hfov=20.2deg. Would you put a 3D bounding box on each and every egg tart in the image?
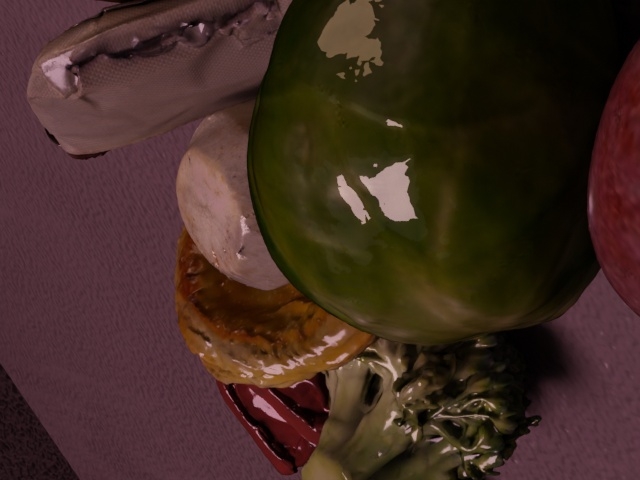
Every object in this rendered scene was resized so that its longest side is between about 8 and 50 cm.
[{"bbox_3d":[0.000,0.000,1.669,0.319,0.319,0.128,24,179,45],"label":"egg tart"}]

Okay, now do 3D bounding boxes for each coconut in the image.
[{"bbox_3d":[-0.027,-0.043,1.512,0.161,0.162,0.161,37,137,44],"label":"coconut"}]

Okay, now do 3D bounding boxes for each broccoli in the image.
[{"bbox_3d":[0.066,0.156,1.761,0.248,0.245,0.288,46,154,7],"label":"broccoli"}]

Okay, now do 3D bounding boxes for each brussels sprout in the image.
[{"bbox_3d":[0.098,-0.065,1.336,0.281,0.289,0.354,-2,165,29],"label":"brussels sprout"}]

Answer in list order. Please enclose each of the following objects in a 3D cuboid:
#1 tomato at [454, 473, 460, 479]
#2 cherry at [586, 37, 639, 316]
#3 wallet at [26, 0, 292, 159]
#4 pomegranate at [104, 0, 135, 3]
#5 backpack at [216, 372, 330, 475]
[{"bbox_3d":[0.085,0.297,2.070,0.225,0.085,0.225,6,161,2],"label":"tomato"},{"bbox_3d":[0.289,-0.030,1.144,0.236,0.213,0.285,-1,120,7],"label":"cherry"},{"bbox_3d":[-0.095,-0.150,1.488,0.275,0.335,0.068,50,-155,-81],"label":"wallet"},{"bbox_3d":[-0.149,-0.327,1.415,0.281,0.281,0.281,39,154,23],"label":"pomegranate"},{"bbox_3d":[-0.040,0.152,2.070,0.229,0.139,0.229,38,153,23],"label":"backpack"}]
